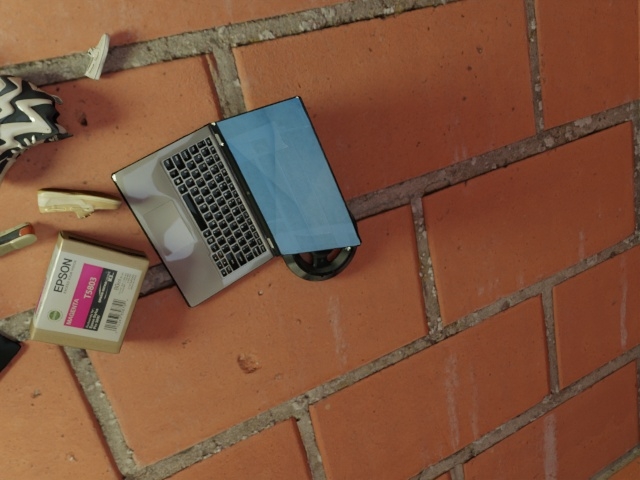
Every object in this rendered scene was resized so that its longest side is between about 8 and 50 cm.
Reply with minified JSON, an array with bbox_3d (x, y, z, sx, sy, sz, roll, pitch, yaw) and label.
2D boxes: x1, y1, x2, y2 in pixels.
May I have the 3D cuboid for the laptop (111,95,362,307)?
[{"bbox_3d":[-0.186,-0.069,1.278,0.407,0.236,0.382,-32,114,-17],"label":"laptop"}]

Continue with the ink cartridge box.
[{"bbox_3d":[-0.514,0.119,1.240,0.193,0.088,0.235,17,95,-31],"label":"ink cartridge box"}]

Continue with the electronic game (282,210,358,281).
[{"bbox_3d":[0.000,0.000,1.498,0.229,0.048,0.229,-7,106,-24],"label":"electronic game"}]

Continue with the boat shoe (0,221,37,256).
[{"bbox_3d":[-0.667,0.003,1.158,0.137,0.049,0.043,-23,70,-18],"label":"boat shoe"}]

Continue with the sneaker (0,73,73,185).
[{"bbox_3d":[-0.587,-0.199,1.117,0.153,0.094,0.235,13,86,-21],"label":"sneaker"}]

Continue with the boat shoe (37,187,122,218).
[{"bbox_3d":[-0.521,-0.077,1.206,0.170,0.063,0.059,5,103,-19],"label":"boat shoe"}]

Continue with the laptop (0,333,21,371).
[{"bbox_3d":[-0.791,0.261,1.103,0.264,0.136,0.234,43,82,-29],"label":"laptop"}]

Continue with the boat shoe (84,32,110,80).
[{"bbox_3d":[-0.471,-0.390,1.167,0.035,0.035,0.100,15,102,-32],"label":"boat shoe"}]
